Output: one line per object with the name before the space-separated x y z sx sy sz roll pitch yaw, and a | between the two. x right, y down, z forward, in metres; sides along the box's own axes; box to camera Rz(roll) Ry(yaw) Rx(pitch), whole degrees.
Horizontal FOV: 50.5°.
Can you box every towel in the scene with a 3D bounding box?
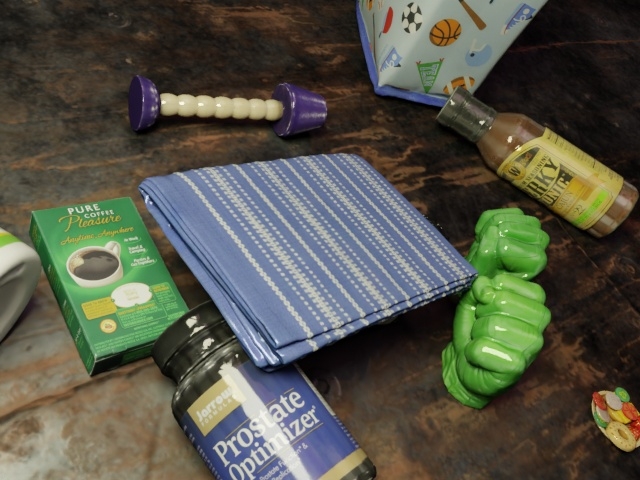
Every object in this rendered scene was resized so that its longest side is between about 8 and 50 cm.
towel | 0.000 0.000 0.731 0.336 0.040 0.243 -14 54 -46

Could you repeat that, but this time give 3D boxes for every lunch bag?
lunch bag | 0.221 -0.471 1.189 0.239 0.328 0.385 11 46 -26

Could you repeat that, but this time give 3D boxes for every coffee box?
coffee box | -0.219 0.040 0.710 0.113 0.040 0.184 -15 62 -38

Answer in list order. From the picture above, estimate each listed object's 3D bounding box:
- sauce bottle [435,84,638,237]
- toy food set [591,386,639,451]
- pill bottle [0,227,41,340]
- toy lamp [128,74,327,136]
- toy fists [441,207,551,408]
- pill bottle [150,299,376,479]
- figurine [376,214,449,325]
sauce bottle | 0.352 -0.135 1.129 0.344 0.111 0.111 33 44 3
toy food set | 0.391 0.233 0.891 0.083 0.020 0.082 -13 60 -36
pill bottle | -0.385 0.001 0.584 0.246 0.136 0.136 33 44 0
toy lamp | -0.118 -0.184 0.933 0.275 0.080 0.080 -2 54 -31
toy fists | 0.221 0.068 0.854 0.096 0.142 0.279 27 44 -6
pill bottle | -0.060 0.165 0.631 0.123 0.123 0.219 -25 67 -41
figurine | 0.058 -0.018 0.891 0.215 0.092 0.209 38 37 7
